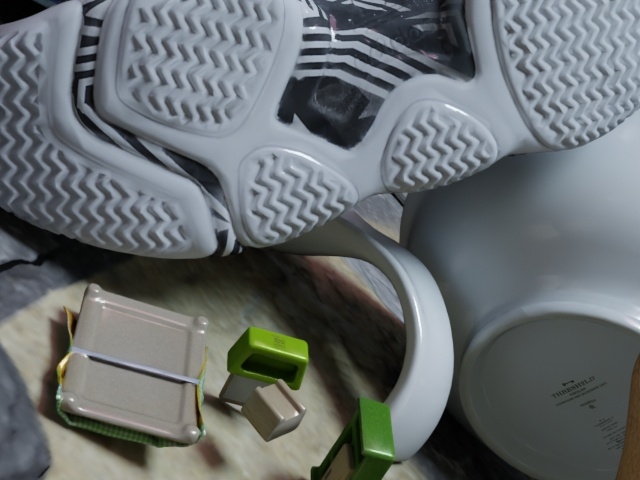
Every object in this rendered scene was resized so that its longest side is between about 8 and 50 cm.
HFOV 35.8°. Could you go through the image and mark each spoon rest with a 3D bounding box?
[{"bbox_3d":[0.000,0.000,0.613,0.137,0.084,0.276,21,30,-52],"label":"spoon rest"}]

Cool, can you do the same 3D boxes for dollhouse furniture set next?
[{"bbox_3d":[-0.047,0.079,0.435,0.152,0.058,0.076,18,34,-16],"label":"dollhouse furniture set"}]

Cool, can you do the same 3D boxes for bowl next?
[{"bbox_3d":[0.169,0.059,0.612,0.298,0.298,0.134,43,42,-7],"label":"bowl"}]

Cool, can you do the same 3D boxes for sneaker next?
[{"bbox_3d":[-0.015,-0.102,0.547,0.210,0.366,0.137,-134,-146,-62],"label":"sneaker"}]

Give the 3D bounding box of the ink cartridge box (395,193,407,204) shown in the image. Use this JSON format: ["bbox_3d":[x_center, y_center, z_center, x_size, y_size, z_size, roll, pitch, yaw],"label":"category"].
[{"bbox_3d":[0.195,-0.082,1.073,0.168,0.171,0.233,50,19,14],"label":"ink cartridge box"}]

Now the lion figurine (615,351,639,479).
[{"bbox_3d":[0.162,0.132,0.395,0.240,0.142,0.392,40,52,-28],"label":"lion figurine"}]

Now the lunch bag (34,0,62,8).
[{"bbox_3d":[-0.139,-0.187,0.651,0.219,0.090,0.176,23,14,-35],"label":"lunch bag"}]
